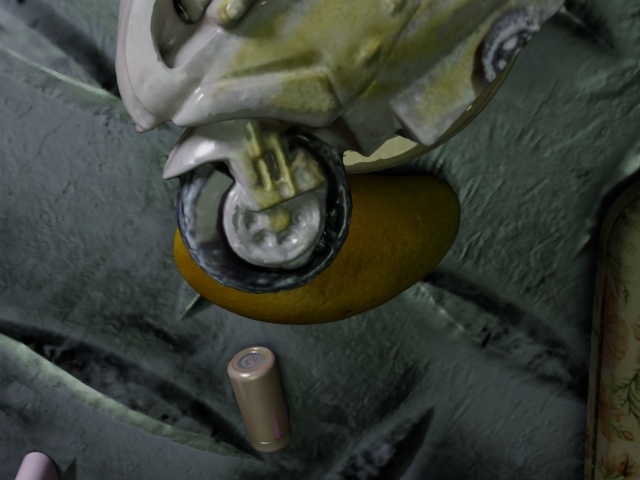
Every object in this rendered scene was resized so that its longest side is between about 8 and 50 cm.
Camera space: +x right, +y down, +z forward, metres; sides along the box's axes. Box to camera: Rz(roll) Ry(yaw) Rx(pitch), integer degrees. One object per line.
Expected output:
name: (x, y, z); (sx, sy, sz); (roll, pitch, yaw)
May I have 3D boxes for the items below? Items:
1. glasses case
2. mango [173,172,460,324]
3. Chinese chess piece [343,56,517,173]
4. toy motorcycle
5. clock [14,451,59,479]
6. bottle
glasses case: (0.318, 0.135, 0.653); (0.156, 0.098, 0.425); (-8, 116, 0)
mango: (0.000, 0.000, 0.585); (0.227, 0.099, 0.136); (-7, 116, -8)
Chinese chess piece: (0.015, -0.168, 0.496); (0.249, 0.103, 0.250); (0, 114, 0)
toy motorcycle: (0.007, -0.147, 0.375); (0.223, 0.108, 0.341); (40, 93, -21)
clock: (-0.336, 0.341, 0.752); (0.275, 0.080, 0.290); (18, 114, -10)
bottle: (-0.054, 0.146, 0.681); (0.045, 0.045, 0.096); (-9, 119, 3)
